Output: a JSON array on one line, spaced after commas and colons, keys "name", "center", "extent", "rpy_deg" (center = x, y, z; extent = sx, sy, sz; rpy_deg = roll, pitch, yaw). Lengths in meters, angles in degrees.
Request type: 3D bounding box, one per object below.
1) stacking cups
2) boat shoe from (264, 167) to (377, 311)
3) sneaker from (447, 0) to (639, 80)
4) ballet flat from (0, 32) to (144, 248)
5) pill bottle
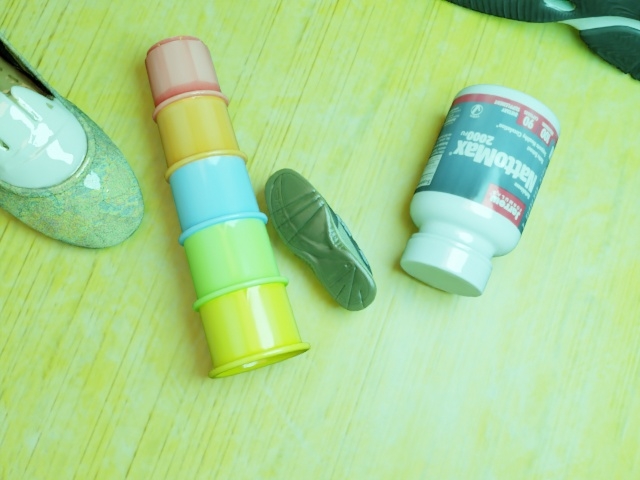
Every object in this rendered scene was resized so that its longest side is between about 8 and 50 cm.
[{"name": "stacking cups", "center": [-0.096, -0.039, 0.734], "extent": [0.096, 0.096, 0.316], "rpy_deg": [-15, 80, -8]}, {"name": "boat shoe", "center": [0.000, 0.000, 0.760], "extent": [0.056, 0.049, 0.152], "rpy_deg": [-33, 87, 8]}, {"name": "sneaker", "center": [0.325, -0.320, 0.794], "extent": [0.448, 0.169, 0.257], "rpy_deg": [23, 79, 3]}, {"name": "ballet flat", "center": [-0.303, -0.130, 0.727], "extent": [0.123, 0.123, 0.348], "rpy_deg": [-43, 85, -12]}, {"name": "pill bottle", "center": [0.146, -0.044, 0.752], "extent": [0.108, 0.108, 0.180], "rpy_deg": [23, 77, 0]}]
